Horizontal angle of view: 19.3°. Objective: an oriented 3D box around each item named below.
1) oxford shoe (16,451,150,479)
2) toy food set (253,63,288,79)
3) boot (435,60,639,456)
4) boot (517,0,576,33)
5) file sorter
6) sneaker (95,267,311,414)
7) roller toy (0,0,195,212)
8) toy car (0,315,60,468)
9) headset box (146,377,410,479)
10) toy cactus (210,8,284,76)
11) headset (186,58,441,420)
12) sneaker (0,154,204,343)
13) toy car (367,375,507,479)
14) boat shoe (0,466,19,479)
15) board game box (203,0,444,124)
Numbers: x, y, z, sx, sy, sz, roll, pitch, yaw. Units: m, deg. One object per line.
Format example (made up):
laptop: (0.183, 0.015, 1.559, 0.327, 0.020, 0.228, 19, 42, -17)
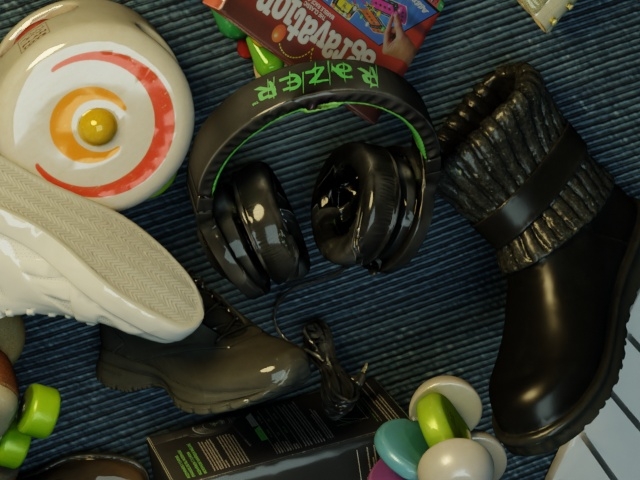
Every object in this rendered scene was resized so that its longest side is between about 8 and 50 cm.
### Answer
oxford shoe: (-0.287, 0.284, 1.970, 0.227, 0.096, 0.083, -12, 112, -11)
toy food set: (-0.029, -0.182, 1.891, 0.082, 0.020, 0.083, 5, 110, -16)
boot: (0.198, 0.017, 1.907, 0.260, 0.131, 0.348, 45, 51, -28)
boot: (0.285, -0.272, 1.907, 0.213, 0.077, 0.165, 37, 98, -19)
file sorter: (0.411, 0.210, 2.078, 0.193, 0.173, 0.278, 17, 107, -19)
sneaker: (-0.128, 0.093, 1.850, 0.109, 0.286, 0.130, -20, 110, -46)
roller toy: (-0.223, -0.127, 1.794, 0.209, 0.146, 0.191, 7, 109, -16)
toy car: (-0.343, 0.107, 1.858, 0.155, 0.188, 0.149, 18, 144, -23)
headset box: (-0.038, 0.311, 2.009, 0.283, 0.131, 0.246, -15, 112, -14)
toy cactus: (-0.084, -0.269, 1.814, 0.180, 0.112, 0.219, 0, 115, 6)
headset: (0.000, 0.000, 1.850, 0.243, 0.185, 0.394, -10, 141, -9)
sneaker: (-0.265, 0.041, 1.756, 0.292, 0.108, 0.169, 32, 123, -8)
toy car: (0.117, 0.239, 1.900, 0.136, 0.159, 0.182, -20, 122, 10)
boat shoe: (-0.471, 0.218, 1.896, 0.324, 0.122, 0.120, 6, 142, -25)
board game box: (0.010, -0.227, 1.793, 0.281, 0.027, 0.145, 31, 90, -53)
